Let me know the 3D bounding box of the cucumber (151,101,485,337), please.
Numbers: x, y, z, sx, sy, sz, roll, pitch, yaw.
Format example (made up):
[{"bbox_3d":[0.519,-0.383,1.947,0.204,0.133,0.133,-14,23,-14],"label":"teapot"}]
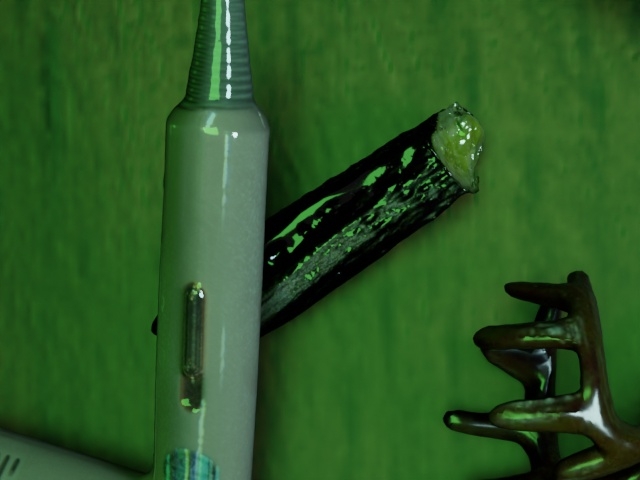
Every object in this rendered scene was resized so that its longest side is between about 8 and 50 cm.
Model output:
[{"bbox_3d":[0.000,-0.001,0.609,0.135,0.034,0.033,-33,103,11],"label":"cucumber"}]

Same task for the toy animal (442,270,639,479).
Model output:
[{"bbox_3d":[0.169,0.130,0.559,0.260,0.087,0.243,0,84,2],"label":"toy animal"}]

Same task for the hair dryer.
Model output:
[{"bbox_3d":[-0.014,0.033,0.578,0.195,0.053,0.220,18,101,7],"label":"hair dryer"}]
